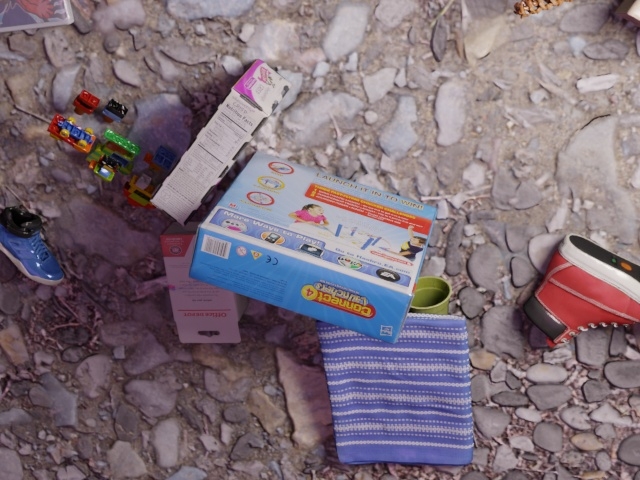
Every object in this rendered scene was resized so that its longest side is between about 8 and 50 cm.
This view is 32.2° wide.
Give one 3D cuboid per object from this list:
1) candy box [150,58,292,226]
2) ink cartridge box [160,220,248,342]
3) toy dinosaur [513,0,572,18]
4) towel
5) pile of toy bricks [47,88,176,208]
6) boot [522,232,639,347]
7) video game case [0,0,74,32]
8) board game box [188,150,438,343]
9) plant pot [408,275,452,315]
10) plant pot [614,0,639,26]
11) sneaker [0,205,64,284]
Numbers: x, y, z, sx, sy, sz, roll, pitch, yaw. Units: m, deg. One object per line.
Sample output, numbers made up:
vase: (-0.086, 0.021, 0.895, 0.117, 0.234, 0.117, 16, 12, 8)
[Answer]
candy box: (-0.150, -0.150, 1.679, 0.071, 0.159, 0.233, 38, 115, -7)
ink cartridge box: (-0.188, 0.070, 1.837, 0.115, 0.067, 0.198, 0, 112, 13)
toy dinosaur: (0.369, -0.422, 1.417, 0.218, 0.322, 0.164, 42, 159, -11)
towel: (0.126, 0.253, 1.823, 0.243, 0.040, 0.336, 0, 128, 12)
pile of toy bricks: (-0.338, -0.139, 1.771, 0.212, 0.118, 0.105, 33, 146, -21)
boot: (0.445, 0.119, 1.709, 0.244, 0.088, 0.176, 29, 117, 8)
video game case: (-0.495, -0.415, 1.713, 0.201, 0.023, 0.183, -4, 113, 14)
board game box: (0.000, 0.000, 1.632, 0.308, 0.302, 0.086, 18, 117, 5)
plant pot: (0.174, 0.113, 1.775, 0.083, 0.083, 0.079, -4, 125, 14)
plant pot: (0.476, -0.323, 1.494, 0.109, 0.109, 0.096, 28, 103, -1)
sneaker: (-0.488, 0.005, 1.880, 0.152, 0.058, 0.084, 42, 125, 0)
